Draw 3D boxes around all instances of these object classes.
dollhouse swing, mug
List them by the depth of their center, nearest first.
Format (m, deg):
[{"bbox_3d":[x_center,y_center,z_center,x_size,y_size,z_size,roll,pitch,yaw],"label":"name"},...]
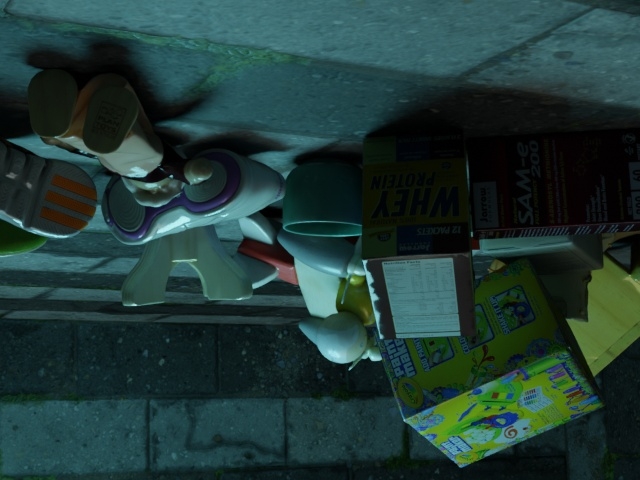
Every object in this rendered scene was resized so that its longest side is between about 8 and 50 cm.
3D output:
[{"bbox_3d":[0.010,-0.061,1.559,0.130,0.097,0.158,3,172,-8],"label":"mug"},{"bbox_3d":[0.511,0.109,2.249,0.347,0.305,0.315,-48,180,23],"label":"dollhouse swing"}]

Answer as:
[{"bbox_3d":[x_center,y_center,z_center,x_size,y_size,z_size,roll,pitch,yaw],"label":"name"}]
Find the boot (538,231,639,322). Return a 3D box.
[{"bbox_3d":[0.486,0.046,1.943,0.262,0.203,0.095,-4,170,12],"label":"boot"}]

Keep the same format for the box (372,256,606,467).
[{"bbox_3d":[0.283,0.211,1.779,0.279,0.177,0.290,-26,146,12],"label":"box"}]

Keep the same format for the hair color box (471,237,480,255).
[{"bbox_3d":[0.256,0.011,2.141,0.093,0.053,0.167,-2,169,-3],"label":"hair color box"}]

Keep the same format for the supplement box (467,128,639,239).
[{"bbox_3d":[0.323,-0.075,1.457,0.240,0.130,0.073,-4,170,6],"label":"supplement box"}]

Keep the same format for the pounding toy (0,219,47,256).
[{"bbox_3d":[-0.485,-0.068,1.521,0.183,0.110,0.237,-7,-155,-39],"label":"pounding toy"}]

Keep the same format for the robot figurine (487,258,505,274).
[{"bbox_3d":[0.465,0.084,2.369,0.220,0.128,0.158,-1,-168,-6],"label":"robot figurine"}]

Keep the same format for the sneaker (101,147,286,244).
[{"bbox_3d":[-0.184,-0.054,1.535,0.305,0.114,0.152,-7,173,37],"label":"sneaker"}]

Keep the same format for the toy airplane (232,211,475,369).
[{"bbox_3d":[0.018,0.078,1.847,0.386,0.272,0.384,26,144,-32],"label":"toy airplane"}]

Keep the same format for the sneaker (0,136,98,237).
[{"bbox_3d":[-0.438,-0.088,1.282,0.321,0.124,0.180,30,169,-41],"label":"sneaker"}]

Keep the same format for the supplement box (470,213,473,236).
[{"bbox_3d":[0.244,-0.028,1.964,0.098,0.036,0.062,8,166,-43],"label":"supplement box"}]

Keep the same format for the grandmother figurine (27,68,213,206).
[{"bbox_3d":[-0.224,-0.111,1.288,0.208,0.104,0.342,25,175,7],"label":"grandmother figurine"}]

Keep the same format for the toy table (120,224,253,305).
[{"bbox_3d":[-0.215,0.014,1.696,0.252,0.160,0.274,-4,-179,-44],"label":"toy table"}]

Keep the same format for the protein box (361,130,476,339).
[{"bbox_3d":[0.133,-0.004,1.442,0.136,0.199,0.201,-3,144,8],"label":"protein box"}]

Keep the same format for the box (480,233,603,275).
[{"bbox_3d":[0.369,-0.023,1.776,0.148,0.121,0.311,-6,169,21],"label":"box"}]
